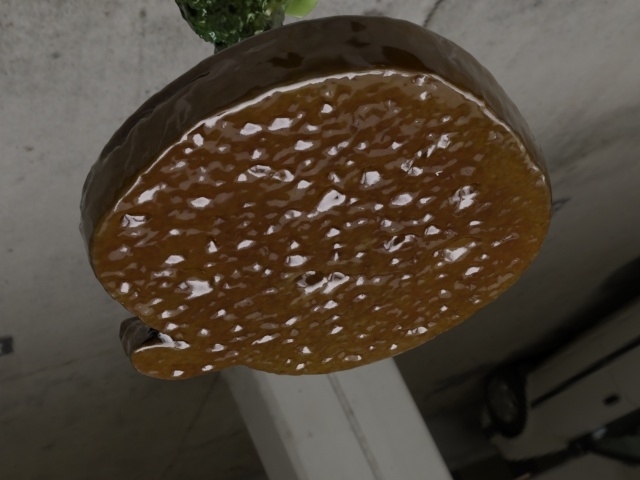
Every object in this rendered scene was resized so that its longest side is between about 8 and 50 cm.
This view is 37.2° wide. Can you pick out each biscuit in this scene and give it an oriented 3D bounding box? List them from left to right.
[{"bbox_3d":[-0.003,-0.007,0.713,0.350,0.070,0.394,-30,146,11],"label":"biscuit"}]

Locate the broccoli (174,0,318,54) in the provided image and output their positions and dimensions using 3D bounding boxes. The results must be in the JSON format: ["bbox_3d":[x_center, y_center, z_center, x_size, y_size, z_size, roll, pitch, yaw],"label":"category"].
[{"bbox_3d":[-0.033,-0.267,0.948,0.186,0.254,0.302,-5,153,25],"label":"broccoli"}]
